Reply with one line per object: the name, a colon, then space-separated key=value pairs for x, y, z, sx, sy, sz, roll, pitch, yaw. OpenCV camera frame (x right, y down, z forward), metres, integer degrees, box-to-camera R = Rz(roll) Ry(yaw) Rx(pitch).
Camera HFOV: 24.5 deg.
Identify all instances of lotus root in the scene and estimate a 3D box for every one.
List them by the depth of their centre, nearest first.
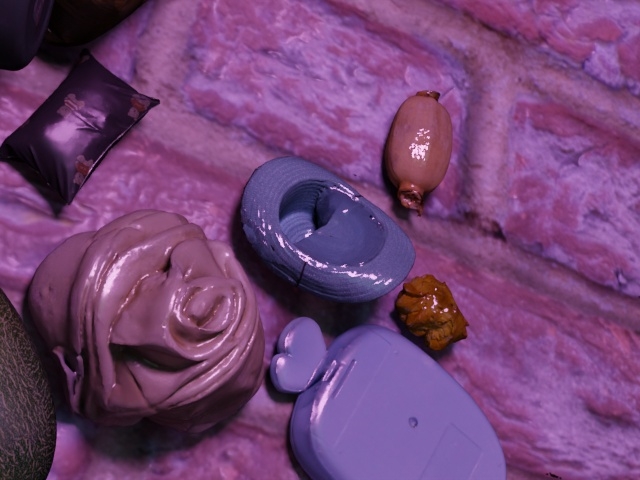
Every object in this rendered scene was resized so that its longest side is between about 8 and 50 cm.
lotus root: x=0.107 y=-0.100 z=1.607 sx=0.073 sy=0.062 sz=0.150 roll=20 pitch=65 yaw=-22

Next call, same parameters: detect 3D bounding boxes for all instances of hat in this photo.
hat: x=0.000 y=0.000 z=1.515 sx=0.191 sy=0.078 sz=0.138 roll=35 pitch=51 yaw=6

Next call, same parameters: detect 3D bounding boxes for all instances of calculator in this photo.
calculator: x=0.071 y=0.194 z=1.511 sx=0.302 sy=0.042 sz=0.188 roll=40 pitch=61 yaw=-16

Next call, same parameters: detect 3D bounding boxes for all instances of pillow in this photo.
pillow: x=-0.236 y=-0.113 z=1.430 sx=0.090 sy=0.048 sz=0.150 roll=44 pitch=62 yaw=-13

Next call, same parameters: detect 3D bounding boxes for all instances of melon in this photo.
melon: x=-0.322 y=0.124 z=1.235 sx=0.182 sy=0.182 sz=0.288 roll=-28 pitch=88 yaw=-32

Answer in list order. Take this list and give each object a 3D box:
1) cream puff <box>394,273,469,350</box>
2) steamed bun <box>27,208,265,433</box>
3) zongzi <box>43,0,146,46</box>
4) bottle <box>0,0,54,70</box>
cream puff: x=0.122 y=0.075 z=1.565 sx=0.083 sy=0.058 sz=0.083 roll=-11 pitch=79 yaw=-33
steamed bun: x=-0.145 y=0.075 z=1.368 sx=0.211 sy=0.144 sz=0.218 roll=-19 pitch=84 yaw=-31
zongzi: x=-0.246 y=-0.383 z=1.454 sx=0.317 sy=0.154 sz=0.289 roll=44 pitch=52 yaw=-6
bottle: x=-0.404 y=-0.259 z=1.286 sx=0.336 sy=0.144 sz=0.144 roll=15 pitch=67 yaw=-3
